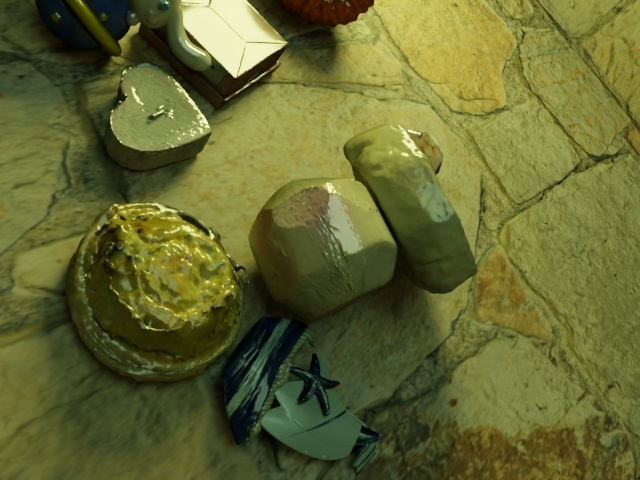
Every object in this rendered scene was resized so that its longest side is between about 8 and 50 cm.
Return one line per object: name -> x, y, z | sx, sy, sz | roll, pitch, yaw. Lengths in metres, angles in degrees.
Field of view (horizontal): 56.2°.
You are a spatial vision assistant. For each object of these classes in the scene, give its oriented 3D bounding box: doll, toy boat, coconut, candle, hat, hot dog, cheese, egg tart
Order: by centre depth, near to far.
egg tart -> -0.212, 0.058, 0.860 | 0.290, 0.107, 0.291 | 18, 54, -27
toy boat -> -0.020, 0.229, 0.924 | 0.291, 0.070, 0.210 | 24, 55, -27
coconut -> 0.002, -0.001, 0.971 | 0.227, 0.227, 0.230 | -16, 76, -41
candle -> -0.268, -0.198, 1.008 | 0.168, 0.068, 0.192 | 19, 54, -21
doll -> -0.331, -0.395, 1.021 | 0.242, 0.159, 0.311 | -43, 117, -10
cheese -> 0.158, -0.056, 1.088 | 0.115, 0.318, 0.326 | -27, 86, 1
hot dog -> 0.196, -0.156, 1.327 | 0.131, 0.069, 0.253 | 49, 48, -12
hat -> 0.001, -0.672, 1.445 | 0.285, 0.285, 0.400 | 31, 21, -17

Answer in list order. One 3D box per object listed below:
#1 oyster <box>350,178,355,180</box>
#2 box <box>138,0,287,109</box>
oyster -> 0.087, -0.098, 1.239 | 0.083, 0.019, 0.054 | 43, 58, 0
box -> -0.201, -0.393, 1.170 | 0.215, 0.086, 0.215 | 44, 46, -3
